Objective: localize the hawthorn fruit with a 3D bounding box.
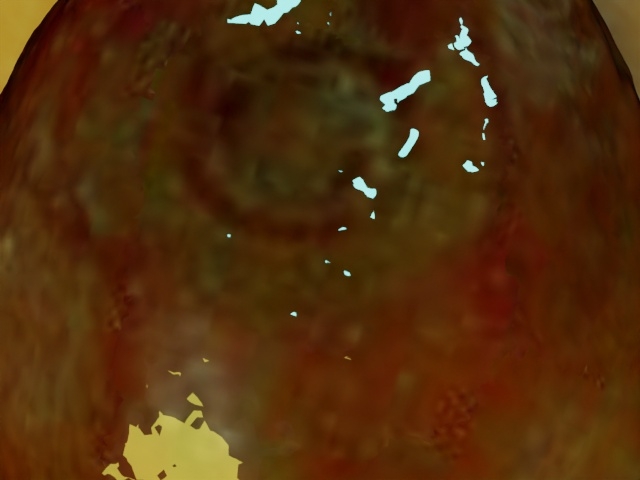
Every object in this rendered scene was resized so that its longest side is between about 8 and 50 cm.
[{"bbox_3d":[0.000,0.000,0.470,0.224,0.224,0.261,14,102,17],"label":"hawthorn fruit"}]
